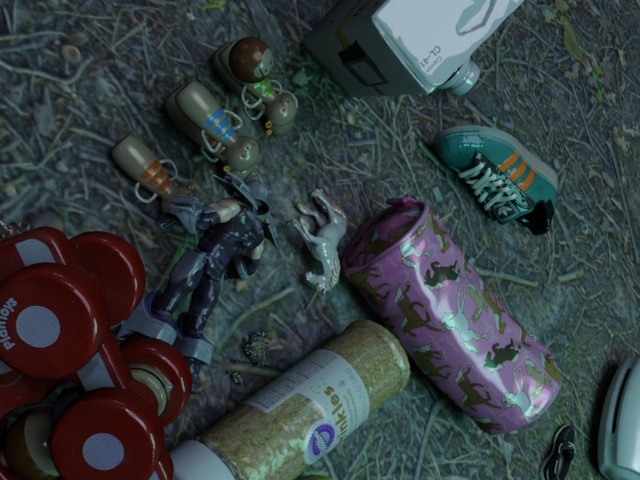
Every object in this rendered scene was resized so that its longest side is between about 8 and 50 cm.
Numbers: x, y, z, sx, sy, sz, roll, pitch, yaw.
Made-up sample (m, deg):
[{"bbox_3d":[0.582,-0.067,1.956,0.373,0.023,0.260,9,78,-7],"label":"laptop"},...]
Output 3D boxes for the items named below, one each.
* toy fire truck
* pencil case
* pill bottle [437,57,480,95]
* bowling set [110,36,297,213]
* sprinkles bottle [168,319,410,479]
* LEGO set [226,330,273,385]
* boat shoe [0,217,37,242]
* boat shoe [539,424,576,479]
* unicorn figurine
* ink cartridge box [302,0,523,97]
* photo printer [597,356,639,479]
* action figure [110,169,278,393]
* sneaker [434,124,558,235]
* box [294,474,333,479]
[{"bbox_3d":[-0.282,0.141,0.718,0.253,0.169,0.302,-20,102,6],"label":"toy fire truck"},{"bbox_3d":[0.199,0.115,1.114,0.386,0.160,0.167,48,26,-17],"label":"pencil case"},{"bbox_3d":[0.201,-0.317,1.266,0.152,0.086,0.086,32,62,-27],"label":"pill bottle"},{"bbox_3d":[-0.105,-0.151,0.931,0.154,0.200,0.287,49,59,-19],"label":"bowling set"},{"bbox_3d":[-0.037,0.230,0.929,0.355,0.121,0.121,-31,98,-38],"label":"sprinkles bottle"},{"bbox_3d":[-0.092,0.152,0.974,0.083,0.023,0.054,-33,97,-24],"label":"LEGO set"},{"bbox_3d":[-0.337,0.014,0.799,0.066,0.066,0.183,-39,113,-41],"label":"boat shoe"},{"bbox_3d":[0.429,0.376,1.296,0.125,0.038,0.046,-42,105,-36],"label":"boat shoe"},{"bbox_3d":[0.000,0.000,1.052,0.111,0.060,0.162,47,56,-18],"label":"unicorn figurine"},{"bbox_3d":[0.127,-0.323,1.035,0.226,0.306,0.131,-47,108,-6],"label":"ink cartridge box"},{"bbox_3d":[0.656,0.392,1.420,0.307,0.107,0.256,42,57,-22],"label":"photo printer"},{"bbox_3d":[-0.142,0.032,0.887,0.285,0.099,0.185,-61,142,-18],"label":"action figure"},{"bbox_3d":[0.317,-0.100,1.286,0.302,0.108,0.121,21,62,-33],"label":"sneaker"},{"bbox_3d":[-0.014,0.425,0.932,0.087,0.058,0.232,-6,82,-29],"label":"box"}]
